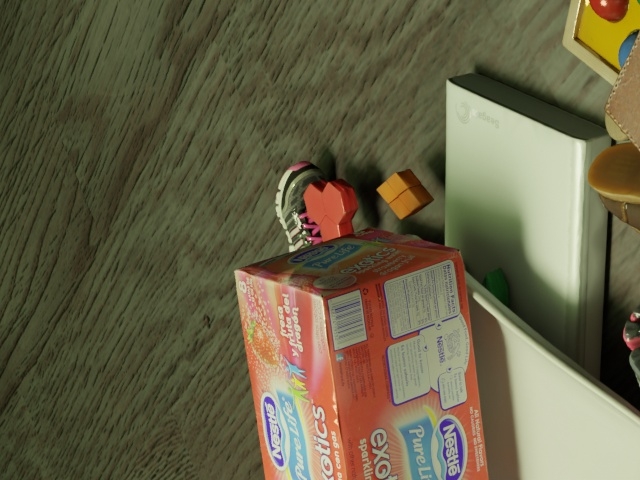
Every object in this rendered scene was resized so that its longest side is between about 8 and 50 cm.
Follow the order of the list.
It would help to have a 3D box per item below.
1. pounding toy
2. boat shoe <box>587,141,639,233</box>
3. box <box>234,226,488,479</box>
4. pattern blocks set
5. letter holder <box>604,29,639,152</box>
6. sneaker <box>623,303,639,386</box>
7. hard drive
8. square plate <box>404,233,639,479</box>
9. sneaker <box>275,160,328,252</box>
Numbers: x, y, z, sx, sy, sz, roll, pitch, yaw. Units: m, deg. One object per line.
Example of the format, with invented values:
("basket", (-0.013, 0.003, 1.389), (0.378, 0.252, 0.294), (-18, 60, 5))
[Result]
("pounding toy", (0.238, -0.160, 1.540), (0.181, 0.094, 0.206), (47, 139, 43))
("boat shoe", (0.294, -0.024, 1.536), (0.073, 0.073, 0.207), (48, 170, -31))
("box", (0.042, 0.155, 1.738), (0.142, 0.154, 0.300), (16, 119, 55))
("pattern blocks set", (0.084, 0.073, 1.906), (0.325, 0.026, 0.285), (6, 109, 60))
("letter holder", (0.358, -0.077, 1.303), (0.302, 0.152, 0.214), (56, 143, 34))
("sneaker", (0.345, 0.162, 1.489), (0.299, 0.121, 0.112), (56, 175, 32))
("hard drive", (0.179, 0.025, 1.784), (0.203, 0.040, 0.307), (32, 129, 53))
("square plate", (0.171, 0.212, 1.754), (0.347, 0.049, 0.344), (41, 137, 41))
("sneaker", (0.000, 0.000, 2.077), (0.075, 0.063, 0.170), (33, 134, 53))
